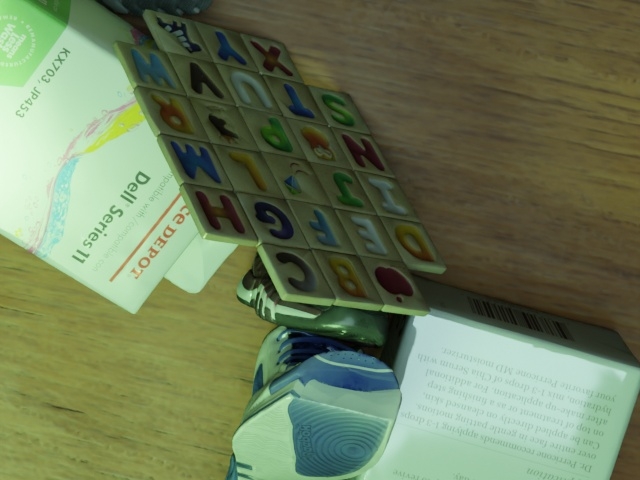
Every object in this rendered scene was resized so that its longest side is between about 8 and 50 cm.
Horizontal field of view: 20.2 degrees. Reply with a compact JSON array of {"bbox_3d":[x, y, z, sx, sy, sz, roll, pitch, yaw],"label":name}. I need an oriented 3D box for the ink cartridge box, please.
[{"bbox_3d":[-0.198,-0.080,1.655,0.353,0.119,0.207,33,108,-21],"label":"ink cartridge box"}]

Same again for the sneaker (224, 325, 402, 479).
[{"bbox_3d":[-0.016,0.144,1.682,0.127,0.315,0.182,17,60,-8],"label":"sneaker"}]

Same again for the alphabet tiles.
[{"bbox_3d":[-0.033,-0.072,1.595,0.285,0.342,0.011,10,132,-43],"label":"alphabet tiles"}]

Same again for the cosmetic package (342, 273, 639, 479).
[{"bbox_3d":[0.129,0.286,1.749,0.230,0.161,0.453,17,100,-3],"label":"cosmetic package"}]

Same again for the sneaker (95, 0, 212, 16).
[{"bbox_3d":[-0.235,-0.278,1.699,0.281,0.105,0.115,5,72,0],"label":"sneaker"}]

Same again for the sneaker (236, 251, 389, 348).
[{"bbox_3d":[0.000,0.000,1.649,0.106,0.281,0.163,15,91,-21],"label":"sneaker"}]
